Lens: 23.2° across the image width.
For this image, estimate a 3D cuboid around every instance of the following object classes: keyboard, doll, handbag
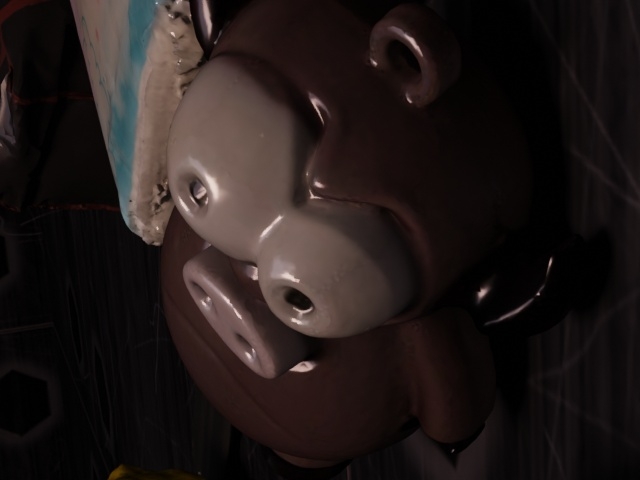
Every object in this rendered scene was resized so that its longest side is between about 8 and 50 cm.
[{"bbox_3d":[-0.080,0.085,1.140,0.381,0.041,0.103,89,164,-51],"label":"keyboard"},{"bbox_3d":[0.001,0.000,0.583,0.182,0.117,0.257,46,156,13],"label":"doll"},{"bbox_3d":[-0.131,-0.117,0.944,0.155,0.169,0.215,-61,36,42],"label":"handbag"}]

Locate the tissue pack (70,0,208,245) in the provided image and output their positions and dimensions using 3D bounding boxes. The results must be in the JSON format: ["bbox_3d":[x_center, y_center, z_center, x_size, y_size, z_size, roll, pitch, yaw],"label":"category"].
[{"bbox_3d":[-0.056,-0.159,0.726,0.201,0.124,0.271,111,148,-56],"label":"tissue pack"}]

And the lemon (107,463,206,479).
[{"bbox_3d":[-0.120,0.262,1.113,0.180,0.180,0.193,97,159,-46],"label":"lemon"}]
